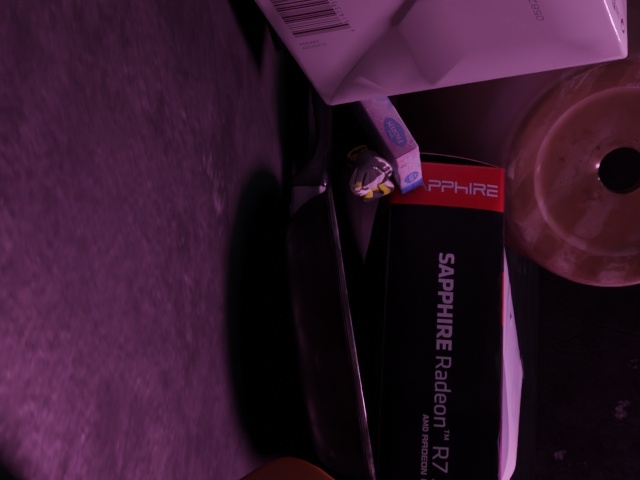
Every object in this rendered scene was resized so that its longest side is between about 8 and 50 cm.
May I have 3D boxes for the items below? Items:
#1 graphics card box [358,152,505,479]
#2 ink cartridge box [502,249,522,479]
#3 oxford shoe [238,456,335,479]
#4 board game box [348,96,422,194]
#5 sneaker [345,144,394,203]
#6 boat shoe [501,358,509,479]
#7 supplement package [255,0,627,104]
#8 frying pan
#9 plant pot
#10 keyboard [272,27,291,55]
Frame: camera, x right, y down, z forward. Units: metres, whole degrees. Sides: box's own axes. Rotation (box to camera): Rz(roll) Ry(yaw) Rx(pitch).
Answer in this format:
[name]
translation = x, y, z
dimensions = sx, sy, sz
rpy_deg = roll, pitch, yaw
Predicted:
[graphics card box]
translation = 0.075, 0.151, 1.174
dimensions = 0.233, 0.094, 0.371
rpy_deg = 100, -5, -66
[ink cartridge box]
translation = 0.153, 0.192, 1.674
dimensions = 0.308, 0.091, 0.385
rpy_deg = 77, 16, -45
[oxford shoe]
translation = -0.054, 0.255, 0.671
dimensions = 0.133, 0.130, 0.363
rpy_deg = -26, 132, -35
[board game box]
translation = 0.040, -0.084, 1.095
dimensions = 0.090, 0.020, 0.090
rpy_deg = 60, -1, 14
[sneaker]
translation = 0.029, -0.050, 1.088
dimensions = 0.035, 0.031, 0.083
rpy_deg = 61, -2, 14
[boat shoe]
translation = 0.110, 0.106, 1.438
dimensions = 0.306, 0.105, 0.113
rpy_deg = -88, 166, -48
[supplement package]
translation = 0.066, -0.254, 0.957
dimensions = 0.199, 0.198, 0.262
rpy_deg = 52, 37, -53
[frying pan]
translation = 0.000, -0.001, 1.019
dimensions = 0.197, 0.053, 0.326
rpy_deg = 75, 5, -83
[plant pot]
translation = 0.220, -0.105, 1.305
dimensions = 0.280, 0.323, 0.323
rpy_deg = -101, -176, -67
[keyboard]
translation = -0.019, -0.223, 1.044
dimensions = 0.108, 0.023, 0.180
rpy_deg = 69, 22, -58
